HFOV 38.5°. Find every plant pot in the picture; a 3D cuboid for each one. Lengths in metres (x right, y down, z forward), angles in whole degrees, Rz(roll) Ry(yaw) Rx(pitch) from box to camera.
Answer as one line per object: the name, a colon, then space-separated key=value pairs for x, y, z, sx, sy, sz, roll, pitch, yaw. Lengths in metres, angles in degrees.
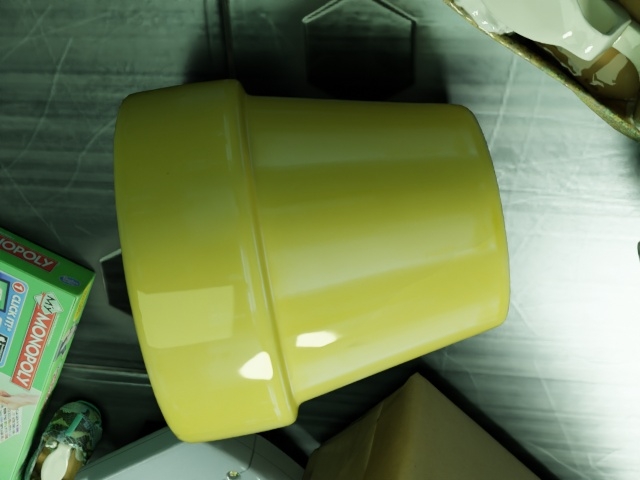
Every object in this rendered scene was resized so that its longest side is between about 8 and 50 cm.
plant pot: x=0.000 y=0.000 z=0.660 sx=0.239 sy=0.254 sz=0.254 roll=-10 pitch=118 yaw=1

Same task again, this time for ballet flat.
ballet flat: x=-0.281 y=0.247 z=0.961 sx=0.070 sy=0.070 sz=0.188 roll=23 pitch=122 yaw=-1
ballet flat: x=0.199 y=-0.132 z=0.601 sx=0.348 sy=0.123 sz=0.123 roll=32 pitch=121 yaw=-7

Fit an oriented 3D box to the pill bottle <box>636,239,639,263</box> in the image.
pill bottle: x=0.349 y=0.003 z=0.608 sx=0.245 sy=0.136 sz=0.136 roll=-22 pitch=113 yaw=11

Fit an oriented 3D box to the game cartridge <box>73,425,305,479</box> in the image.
game cartridge: x=-0.081 y=0.296 z=0.935 sx=0.198 sy=0.062 sz=0.297 roll=-30 pitch=116 yaw=21

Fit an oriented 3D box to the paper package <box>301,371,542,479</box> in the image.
paper package: x=0.118 y=0.333 z=0.775 sx=0.325 sy=0.309 sz=0.168 roll=41 pitch=124 yaw=-11

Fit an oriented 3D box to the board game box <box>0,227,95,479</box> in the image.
board game box: x=-0.369 y=0.113 z=0.913 sx=0.213 sy=0.046 sz=0.317 roll=26 pitch=122 yaw=-4
